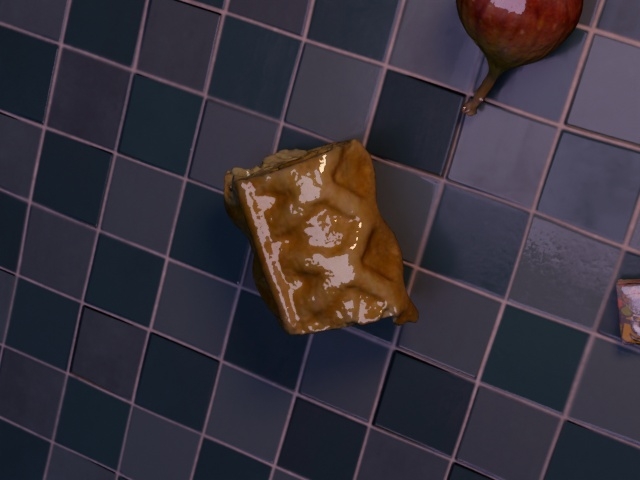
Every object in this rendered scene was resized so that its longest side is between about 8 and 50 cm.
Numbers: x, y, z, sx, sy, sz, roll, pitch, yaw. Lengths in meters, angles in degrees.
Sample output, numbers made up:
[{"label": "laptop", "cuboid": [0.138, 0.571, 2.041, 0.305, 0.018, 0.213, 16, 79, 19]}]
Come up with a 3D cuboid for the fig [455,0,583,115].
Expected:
[{"label": "fig", "cuboid": [0.229, -0.272, 1.545, 0.231, 0.160, 0.143, 129, 128, -60]}]

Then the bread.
[{"label": "bread", "cuboid": [-0.002, -0.001, 1.654, 0.238, 0.196, 0.252, -10, 100, 20]}]

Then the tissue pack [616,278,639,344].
[{"label": "tissue pack", "cuboid": [0.413, 0.091, 1.587, 0.063, 0.035, 0.083, -5, 100, 23]}]
